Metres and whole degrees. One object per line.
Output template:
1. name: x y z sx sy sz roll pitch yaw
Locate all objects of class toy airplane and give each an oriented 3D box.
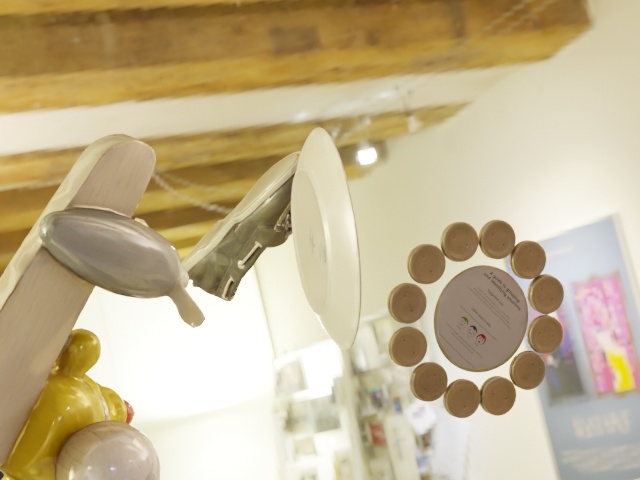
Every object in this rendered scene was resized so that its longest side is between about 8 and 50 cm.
1. toy airplane: -0.258 0.142 0.980 0.384 0.272 0.386 -45 -24 -49

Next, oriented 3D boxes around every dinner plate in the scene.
1. dinner plate: 0.000 0.000 0.747 0.017 0.141 0.141 -8 -10 -14

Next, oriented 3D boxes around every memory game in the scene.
1. memory game: 0.143 0.071 1.083 0.186 0.186 0.012 -10 8 -21

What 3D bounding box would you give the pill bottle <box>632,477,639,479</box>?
1. pill bottle: 0.390 0.255 0.767 0.408 0.229 0.229 0 -12 -16

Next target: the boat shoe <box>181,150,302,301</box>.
1. boat shoe: -0.083 -0.014 1.659 0.335 0.095 0.112 -39 15 48
